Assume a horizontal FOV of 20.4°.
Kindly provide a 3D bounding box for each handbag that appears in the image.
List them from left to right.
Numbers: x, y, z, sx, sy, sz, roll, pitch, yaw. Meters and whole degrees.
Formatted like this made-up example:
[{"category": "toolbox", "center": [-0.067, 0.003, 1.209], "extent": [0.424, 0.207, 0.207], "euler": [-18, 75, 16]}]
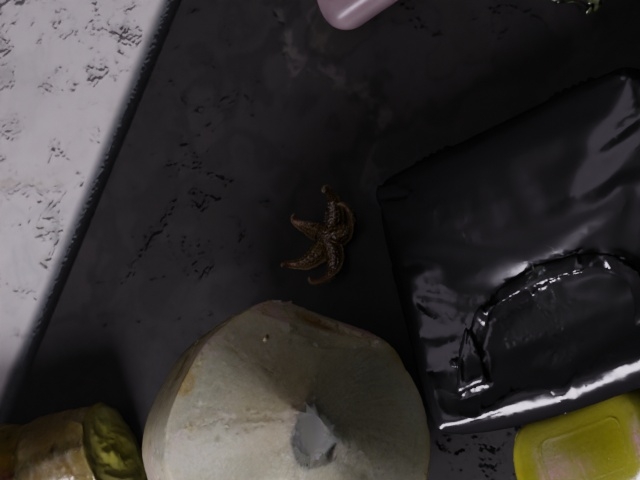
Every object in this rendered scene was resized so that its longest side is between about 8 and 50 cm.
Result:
[{"category": "handbag", "center": [0.183, 0.016, 1.413], "extent": [0.275, 0.088, 0.244], "euler": [-24, 68, 30]}]

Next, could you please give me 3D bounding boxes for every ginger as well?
[{"category": "ginger", "center": [-0.291, 0.230, 1.723], "extent": [0.263, 0.116, 0.109], "euler": [-15, 116, 29]}]

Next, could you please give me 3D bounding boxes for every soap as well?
[{"category": "soap", "center": [0.215, 0.168, 1.398], "extent": [0.140, 0.045, 0.089], "euler": [-25, 73, 30]}]

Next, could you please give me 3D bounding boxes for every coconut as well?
[{"category": "coconut", "center": [-0.026, 0.159, 1.455], "extent": [0.241, 0.241, 0.241], "euler": [-5, 81, 35]}]

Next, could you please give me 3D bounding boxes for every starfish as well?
[{"category": "starfish", "center": [0.000, 0.000, 1.586], "extent": [0.091, 0.028, 0.078], "euler": [-42, 57, 28]}]

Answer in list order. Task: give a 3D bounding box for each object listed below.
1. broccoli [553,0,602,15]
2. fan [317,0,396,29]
[{"category": "broccoli", "center": [0.199, -0.222, 1.365], "extent": [0.122, 0.204, 0.118], "euler": [41, 113, -2]}, {"category": "fan", "center": [0.091, -0.260, 1.526], "extent": [0.244, 0.074, 0.130], "euler": [-33, 66, 33]}]
